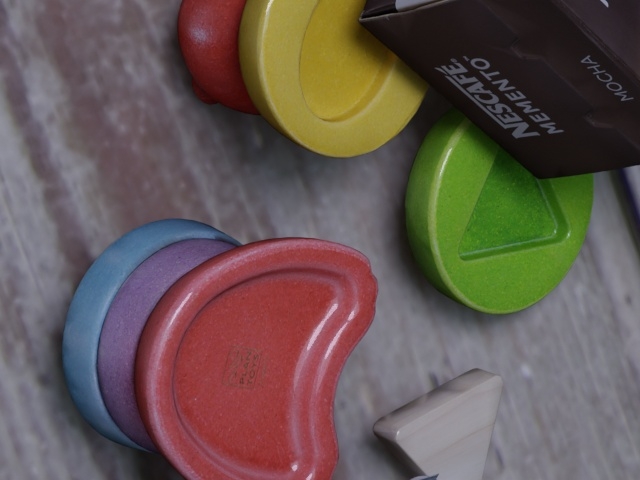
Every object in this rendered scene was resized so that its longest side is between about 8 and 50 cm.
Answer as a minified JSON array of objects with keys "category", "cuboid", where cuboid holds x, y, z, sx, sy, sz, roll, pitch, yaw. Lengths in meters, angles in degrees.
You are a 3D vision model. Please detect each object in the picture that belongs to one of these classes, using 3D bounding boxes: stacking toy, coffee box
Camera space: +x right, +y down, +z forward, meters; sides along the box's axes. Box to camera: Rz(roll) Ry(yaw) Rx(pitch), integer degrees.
[{"category":"stacking toy","cuboid":[0.000,0.000,1.051,0.279,0.130,0.309,25,84,-40]},{"category":"coffee box","cuboid":[0.152,-0.204,1.001,0.168,0.119,0.297,38,60,-37]}]

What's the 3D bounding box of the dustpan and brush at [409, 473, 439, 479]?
[{"category":"dustpan and brush","cuboid":[-0.044,0.190,0.979,0.147,0.060,0.211,-4,132,-50]}]
